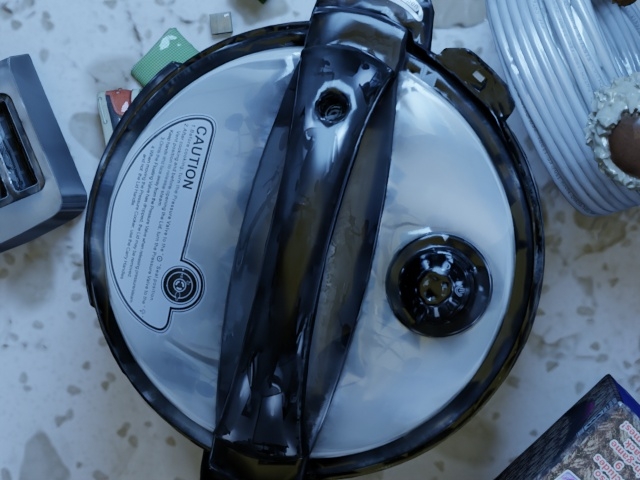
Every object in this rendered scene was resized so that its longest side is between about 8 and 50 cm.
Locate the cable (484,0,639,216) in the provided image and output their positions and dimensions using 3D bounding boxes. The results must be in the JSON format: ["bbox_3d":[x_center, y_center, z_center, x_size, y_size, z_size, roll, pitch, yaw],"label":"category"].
[{"bbox_3d":[0.226,-0.147,1.650,0.089,0.257,0.257,-23,131,23],"label":"cable"}]

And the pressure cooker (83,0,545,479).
[{"bbox_3d":[0.006,0.000,1.585,0.375,0.420,0.370,-29,90,7],"label":"pressure cooker"}]

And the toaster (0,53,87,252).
[{"bbox_3d":[-0.317,-0.061,1.767,0.168,0.110,0.186,-22,90,6],"label":"toaster"}]

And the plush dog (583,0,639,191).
[{"bbox_3d":[0.342,-0.155,1.518,0.262,0.210,0.225,-2,92,15],"label":"plush dog"}]

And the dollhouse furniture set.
[{"bbox_3d":[-0.104,-0.181,1.769,0.076,0.058,0.152,43,95,2],"label":"dollhouse furniture set"}]

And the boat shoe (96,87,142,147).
[{"bbox_3d":[-0.181,-0.072,1.786,0.043,0.049,0.137,-3,90,8],"label":"boat shoe"}]

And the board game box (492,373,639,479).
[{"bbox_3d":[0.196,0.273,1.675,0.291,0.232,0.141,-44,87,5],"label":"board game box"}]
